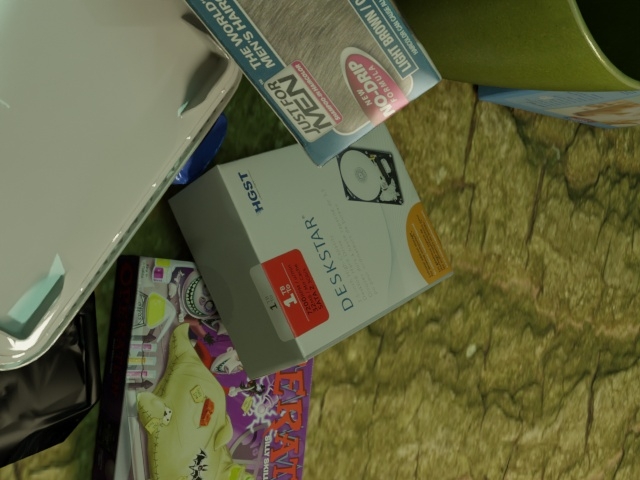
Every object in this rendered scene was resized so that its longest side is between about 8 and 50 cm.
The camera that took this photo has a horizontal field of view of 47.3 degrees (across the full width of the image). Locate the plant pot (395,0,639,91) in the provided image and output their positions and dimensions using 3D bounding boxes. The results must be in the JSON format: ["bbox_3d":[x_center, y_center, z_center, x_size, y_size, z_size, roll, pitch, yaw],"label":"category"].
[{"bbox_3d":[0.195,-0.273,0.774,0.275,0.294,0.274,1,89,-40],"label":"plant pot"}]

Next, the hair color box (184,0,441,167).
[{"bbox_3d":[-0.027,-0.216,0.577,0.105,0.347,0.174,-34,119,14],"label":"hair color box"}]

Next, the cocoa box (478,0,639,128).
[{"bbox_3d":[0.406,-0.289,0.987,0.347,0.231,0.227,2,89,-40],"label":"cocoa box"}]

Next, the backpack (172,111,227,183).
[{"bbox_3d":[-0.141,-0.103,0.623,0.120,0.101,0.098,46,72,-32],"label":"backpack"}]

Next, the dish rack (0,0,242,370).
[{"bbox_3d":[-0.203,-0.088,0.463,0.285,0.072,0.332,43,77,-41],"label":"dish rack"}]

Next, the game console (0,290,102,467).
[{"bbox_3d":[-0.269,0.003,0.518,0.213,0.044,0.361,-10,107,-40],"label":"game console"}]

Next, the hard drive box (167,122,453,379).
[{"bbox_3d":[0.000,0.000,0.701,0.232,0.089,0.181,-24,89,-44],"label":"hard drive box"}]

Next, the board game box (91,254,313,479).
[{"bbox_3d":[-0.106,0.196,0.687,0.208,0.056,0.346,9,84,-43],"label":"board game box"}]
